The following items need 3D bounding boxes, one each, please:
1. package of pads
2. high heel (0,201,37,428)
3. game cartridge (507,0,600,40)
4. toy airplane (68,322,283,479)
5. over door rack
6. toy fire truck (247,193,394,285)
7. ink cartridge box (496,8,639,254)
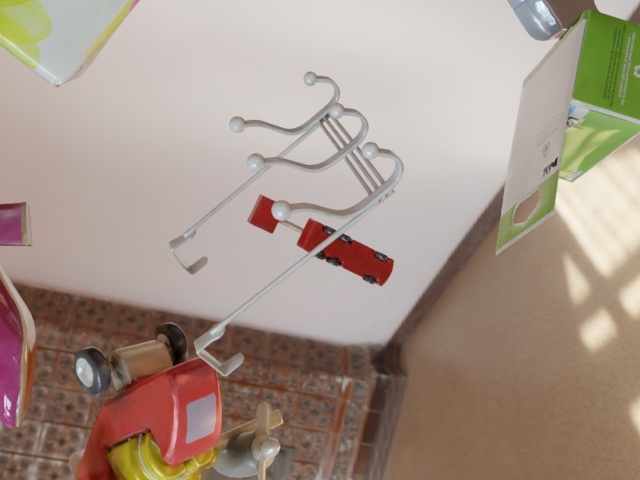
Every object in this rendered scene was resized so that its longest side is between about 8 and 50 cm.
[{"bbox_3d":[-0.365,-0.394,1.125,0.297,0.229,0.101,-50,17,0],"label":"package of pads"},{"bbox_3d":[-0.363,0.075,0.824,0.082,0.117,0.244,169,98,-77],"label":"high heel"},{"bbox_3d":[0.308,-0.434,1.178,0.060,0.196,0.294,-28,83,39],"label":"game cartridge"},{"bbox_3d":[-0.239,0.327,1.050,0.272,0.386,0.384,50,175,23],"label":"toy airplane"},{"bbox_3d":[-0.072,-0.037,0.934,0.324,0.108,0.240,-48,34,14],"label":"over door rack"},{"bbox_3d":[0.000,0.000,1.131,0.047,0.192,0.135,-64,22,1],"label":"toy fire truck"},{"bbox_3d":[0.301,-0.111,0.948,0.189,0.096,0.255,119,166,-73],"label":"ink cartridge box"}]
